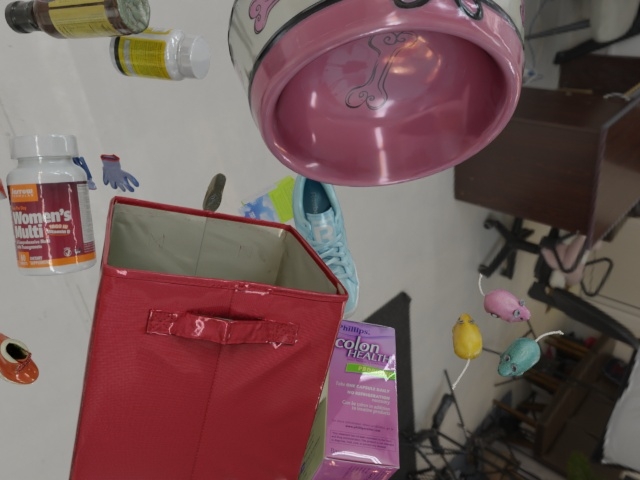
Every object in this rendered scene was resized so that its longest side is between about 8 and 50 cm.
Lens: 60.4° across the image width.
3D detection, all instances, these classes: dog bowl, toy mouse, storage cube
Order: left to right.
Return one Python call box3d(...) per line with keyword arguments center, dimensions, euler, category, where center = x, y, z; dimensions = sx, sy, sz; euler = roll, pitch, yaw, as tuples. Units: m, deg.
box3d(center=(-0.108, 0.088, 0.491), dimensions=(0.184, 0.215, 0.193), euler=(9, 105, -21), category="storage cube")
box3d(center=(0.082, -0.218, 0.746), dimensions=(0.408, 0.408, 0.150), euler=(26, 50, -49), category="dog bowl")
box3d(center=(0.247, 0.118, 0.725), dimensions=(0.031, 0.143, 0.161), euler=(68, 26, -63), category="toy mouse")

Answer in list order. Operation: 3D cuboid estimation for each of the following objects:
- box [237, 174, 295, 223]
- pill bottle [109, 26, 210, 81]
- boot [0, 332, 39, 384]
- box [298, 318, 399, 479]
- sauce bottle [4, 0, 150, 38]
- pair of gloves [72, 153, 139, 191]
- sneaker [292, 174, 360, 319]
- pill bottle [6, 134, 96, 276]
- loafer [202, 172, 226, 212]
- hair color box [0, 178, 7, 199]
box3d(center=(-0.137, -0.092, 1.532), dimensions=(0.178, 0.042, 0.109), euler=(-29, 121, -12), category="box")
box3d(center=(-0.378, -0.442, 1.307), dimensions=(0.119, 0.209, 0.119), euler=(10, 90, -77), category="pill bottle")
box3d(center=(-0.574, 0.230, 1.042), dimensions=(0.158, 0.085, 0.059), euler=(71, 33, -45), category="boot")
box3d(center=(0.045, 0.297, 0.943), dimensions=(0.213, 0.117, 0.243), euler=(108, -11, -47), category="box")
box3d(center=(-0.534, -0.494, 1.189), dimensions=(0.111, 0.344, 0.111), euler=(7, 90, -68), category="sauce bottle")
box3d(center=(-0.559, -0.172, 1.371), dimensions=(0.159, 0.198, 0.023), euler=(94, 3, -61), category="pair of gloves")
box3d(center=(0.000, 0.000, 1.262), dimensions=(0.135, 0.365, 0.150), euler=(-18, 164, 0), category="sneaker")
box3d(center=(-0.444, -0.059, 0.906), dimensions=(0.121, 0.121, 0.221), euler=(-11, 100, -44), category="pill bottle")
box3d(center=(-0.366, -0.160, 1.894), dimensions=(0.056, 0.050, 0.148), euler=(26, 83, -28), category="loafer")
box3d(center=(-0.580, -0.105, 0.900), dimensions=(0.072, 0.043, 0.141), euler=(-21, 164, -16), category="hair color box")
